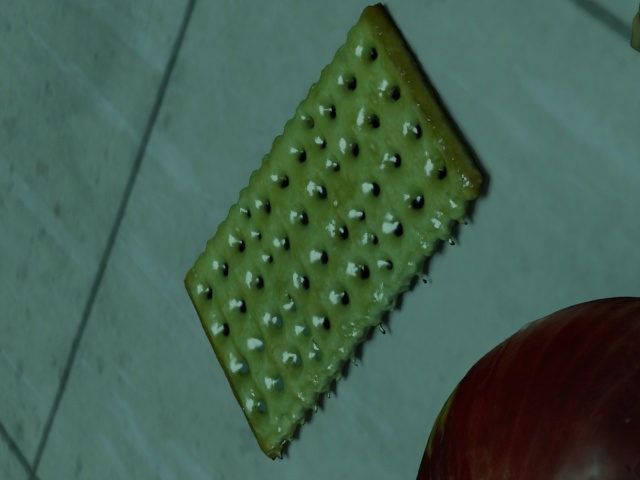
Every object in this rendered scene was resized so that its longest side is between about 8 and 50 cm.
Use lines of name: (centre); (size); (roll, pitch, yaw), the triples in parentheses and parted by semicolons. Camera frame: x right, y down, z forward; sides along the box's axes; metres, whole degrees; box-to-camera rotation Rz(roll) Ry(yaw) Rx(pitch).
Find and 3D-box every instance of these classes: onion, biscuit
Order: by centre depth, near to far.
onion: (0.127, 0.147, 0.677); (0.248, 0.161, 0.248); (1, 93, 29)
biscuit: (0.000, 0.000, 0.929); (0.231, 0.016, 0.139); (-53, 51, 36)

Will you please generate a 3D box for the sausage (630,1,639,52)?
sausage: (0.189, -0.206, 0.660); (0.066, 0.066, 0.301); (36, 116, 44)
